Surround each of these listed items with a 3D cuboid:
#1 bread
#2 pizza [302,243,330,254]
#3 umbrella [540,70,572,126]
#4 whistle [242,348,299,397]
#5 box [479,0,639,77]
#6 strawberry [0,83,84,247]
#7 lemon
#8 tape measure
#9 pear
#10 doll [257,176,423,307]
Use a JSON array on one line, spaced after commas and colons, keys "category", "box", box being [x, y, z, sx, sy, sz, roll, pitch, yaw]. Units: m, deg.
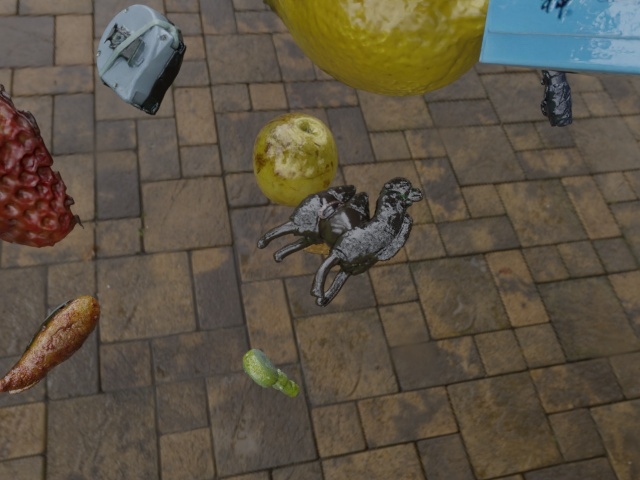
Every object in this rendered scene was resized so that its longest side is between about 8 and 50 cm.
[{"category": "bread", "box": [-0.586, 0.235, 1.314, 0.095, 0.139, 0.269, 33, 74, 5]}, {"category": "pizza", "box": [0.000, 0.000, 1.131, 0.083, 0.078, 0.025, 10, 54, -7]}, {"category": "umbrella", "box": [0.498, -0.367, 1.289, 0.070, 0.071, 0.248, -26, 111, -23]}, {"category": "whistle", "box": [-0.126, 0.346, 1.515, 0.057, 0.198, 0.104, -40, 39, 3]}, {"category": "box", "box": [0.227, -0.155, 0.423, 0.142, 0.083, 0.232, 17, 20, 34]}, {"category": "strawberry", "box": [-0.540, -0.092, 0.917, 0.253, 0.280, 0.150, 10, 45, 18]}, {"category": "lemon", "box": [0.078, -0.262, 0.615, 0.253, 0.228, 0.228, 33, 59, 21]}, {"category": "tape measure", "box": [-0.355, -0.363, 1.170, 0.181, 0.107, 0.182, 34, 98, 30]}, {"category": "pear", "box": [-0.078, -0.238, 1.789, 0.280, 0.281, 0.281, 4, 59, -7]}, {"category": "doll", "box": [0.027, -0.012, 0.632, 0.165, 0.057, 0.139, -44, 45, -2]}]
